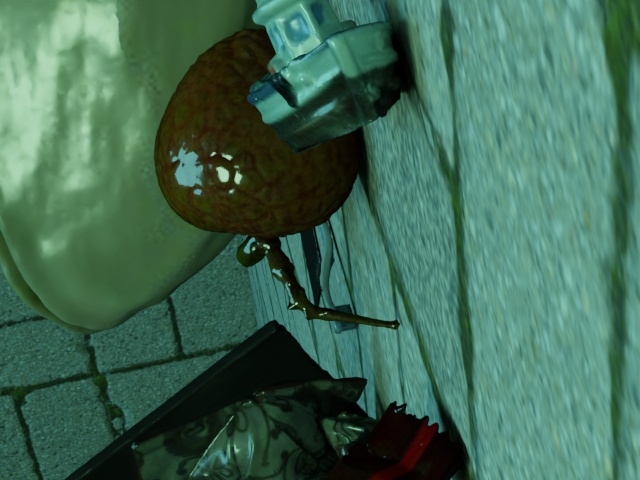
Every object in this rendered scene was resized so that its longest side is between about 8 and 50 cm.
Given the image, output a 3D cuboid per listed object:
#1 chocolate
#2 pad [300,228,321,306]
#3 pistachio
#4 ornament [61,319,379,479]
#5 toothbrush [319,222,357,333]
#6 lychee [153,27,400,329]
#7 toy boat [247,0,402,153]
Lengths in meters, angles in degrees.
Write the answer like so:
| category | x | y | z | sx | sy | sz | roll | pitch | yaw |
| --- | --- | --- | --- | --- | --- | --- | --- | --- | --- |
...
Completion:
| category | x | y | z | sx | sy | sz | roll | pitch | yaw |
| --- | --- | --- | --- | --- | --- | --- | --- | --- | --- |
| chocolate | -0.007 | 0.147 | 0.672 | 0.182 | 0.028 | 0.086 | -57 | 22 | 1 |
| pad | -0.012 | -0.011 | 1.297 | 0.157 | 0.003 | 0.112 | 98 | 160 | -76 |
| pistachio | -0.112 | -0.109 | 0.914 | 0.207 | 0.226 | 0.332 | 14 | 107 | 52 |
| ornament | -0.004 | 0.178 | 0.908 | 0.196 | 0.166 | 0.153 | 52 | -178 | 36 |
| toothbrush | 0.000 | 0.000 | 1.069 | 0.014 | 0.017 | 0.162 | 92 | 168 | -44 |
| lychee | -0.028 | -0.033 | 0.801 | 0.101 | 0.114 | 0.140 | 31 | -121 | -49 |
| toy boat | -0.003 | -0.072 | 0.630 | 0.066 | 0.059 | 0.140 | 62 | 175 | -7 |
